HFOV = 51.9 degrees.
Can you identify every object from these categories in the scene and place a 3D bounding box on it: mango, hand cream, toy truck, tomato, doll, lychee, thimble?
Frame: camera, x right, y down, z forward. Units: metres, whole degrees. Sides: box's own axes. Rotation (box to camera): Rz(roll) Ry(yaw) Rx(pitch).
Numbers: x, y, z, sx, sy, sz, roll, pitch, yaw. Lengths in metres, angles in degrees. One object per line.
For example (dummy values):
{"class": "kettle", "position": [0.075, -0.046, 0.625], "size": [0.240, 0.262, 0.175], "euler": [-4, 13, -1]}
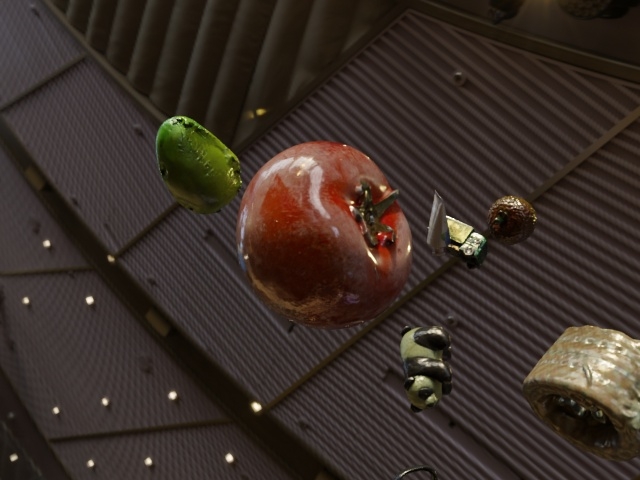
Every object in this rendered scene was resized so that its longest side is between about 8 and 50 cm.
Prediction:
{"class": "mango", "position": [-0.206, -0.124, 1.081], "size": [0.100, 0.119, 0.178], "euler": [11, -39, 45]}
{"class": "hand cream", "position": [0.264, -0.034, 1.457], "size": [0.053, 0.084, 0.142], "euler": [-1, -73, -1]}
{"class": "toy truck", "position": [0.321, 0.006, 1.535], "size": [0.147, 0.079, 0.065], "euler": [29, -19, 36]}
{"class": "tomato", "position": [0.000, 0.000, 0.947], "size": [0.227, 0.270, 0.270], "euler": [-25, -93, 36]}
{"class": "doll", "position": [0.281, 0.333, 1.723], "size": [0.135, 0.143, 0.234], "euler": [-6, -122, 11]}
{"class": "lychee", "position": [0.441, -0.045, 1.517], "size": [0.114, 0.146, 0.114], "euler": [-10, -106, 39]}
{"class": "thimble", "position": [0.452, 0.243, 1.071], "size": [0.196, 0.148, 0.229], "euler": [37, -21, 17]}

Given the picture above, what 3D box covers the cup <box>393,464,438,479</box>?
{"class": "cup", "position": [0.176, 0.563, 1.307], "size": [0.169, 0.177, 0.223], "euler": [143, -49, -69]}
